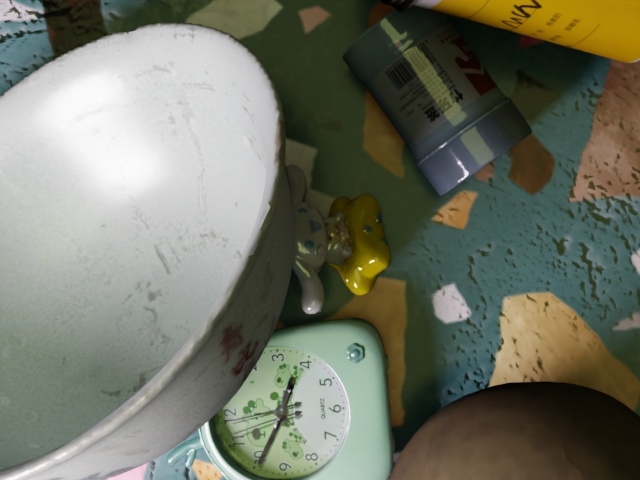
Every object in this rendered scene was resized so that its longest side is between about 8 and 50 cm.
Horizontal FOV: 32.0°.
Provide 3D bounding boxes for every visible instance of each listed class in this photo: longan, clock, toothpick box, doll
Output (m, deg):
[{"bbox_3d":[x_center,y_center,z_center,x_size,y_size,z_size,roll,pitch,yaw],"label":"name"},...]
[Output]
[{"bbox_3d":[0.176,0.234,0.929,0.248,0.248,0.248,0,91,3],"label":"longan"},{"bbox_3d":[-0.040,0.153,1.015,0.211,0.066,0.159,-3,90,3],"label":"clock"},{"bbox_3d":[0.103,-0.129,0.986,0.101,0.101,0.153,-35,89,3],"label":"toothpick box"},{"bbox_3d":[-0.001,-0.007,0.998,0.113,0.071,0.135,-21,78,-40],"label":"doll"}]

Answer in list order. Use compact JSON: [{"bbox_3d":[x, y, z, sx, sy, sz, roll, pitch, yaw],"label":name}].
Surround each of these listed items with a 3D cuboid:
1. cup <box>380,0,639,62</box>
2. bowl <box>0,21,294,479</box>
[{"bbox_3d":[0.177,-0.247,0.897,0.280,0.196,0.196,18,92,-11],"label":"cup"},{"bbox_3d":[-0.170,0.045,0.924,0.435,0.196,0.434,-19,48,22],"label":"bowl"}]
